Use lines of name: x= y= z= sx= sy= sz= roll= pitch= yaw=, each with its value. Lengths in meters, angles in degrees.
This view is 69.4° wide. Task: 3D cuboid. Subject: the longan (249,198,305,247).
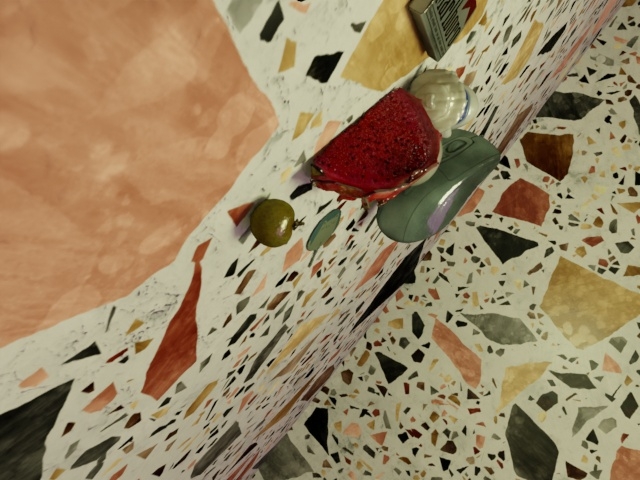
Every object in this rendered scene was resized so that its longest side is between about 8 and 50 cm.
longan: x=-0.066 y=-0.026 z=0.704 sx=0.075 sy=0.083 sz=0.075 roll=-174 pitch=-90 yaw=-85

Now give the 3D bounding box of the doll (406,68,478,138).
doll: x=0.253 y=-0.279 z=0.948 sx=0.293 sy=0.119 sz=0.138 roll=-29 pitch=128 yaw=-61

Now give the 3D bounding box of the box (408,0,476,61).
box: x=0.201 y=-0.377 z=0.744 sx=0.115 sy=0.036 sz=0.177 roll=-55 pitch=161 yaw=11

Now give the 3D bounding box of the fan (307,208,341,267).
fan: x=0.000 y=0.000 z=1.028 sx=0.113 sy=0.005 sz=0.175 roll=-32 pitch=154 yaw=-45

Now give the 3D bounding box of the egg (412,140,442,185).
egg: x=0.216 y=-0.185 z=1.034 sx=0.135 sy=0.103 sz=0.103 roll=-60 pitch=160 yaw=21

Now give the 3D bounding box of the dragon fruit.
dragon fruit: x=0.109 y=-0.124 z=0.805 sx=0.274 sy=0.161 sz=0.126 roll=-45 pitch=159 yaw=-25

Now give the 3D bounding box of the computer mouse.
computer mouse: x=0.283 y=-0.156 z=1.138 sx=0.371 sy=0.188 sz=0.122 roll=-45 pitch=148 yaw=-10
